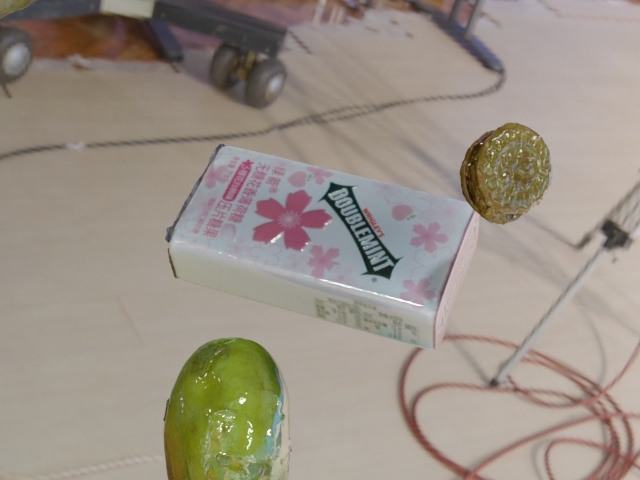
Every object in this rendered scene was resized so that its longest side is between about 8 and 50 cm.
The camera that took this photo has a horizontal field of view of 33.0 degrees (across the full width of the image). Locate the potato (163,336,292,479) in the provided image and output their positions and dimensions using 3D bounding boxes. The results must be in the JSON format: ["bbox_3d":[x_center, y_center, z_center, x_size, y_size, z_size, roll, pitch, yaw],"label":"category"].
[{"bbox_3d":[-0.109,0.240,1.256,0.149,0.253,0.186,-2,-3,-4],"label":"potato"}]

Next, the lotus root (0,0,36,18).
[{"bbox_3d":[-0.196,-0.244,0.550,0.210,0.142,0.314,-21,59,-6],"label":"lotus root"}]

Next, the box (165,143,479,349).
[{"bbox_3d":[0.000,0.000,1.375,0.370,0.112,0.190,14,55,14],"label":"box"}]

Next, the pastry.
[{"bbox_3d":[0.198,-0.072,1.156,0.097,0.109,0.057,-11,10,-24],"label":"pastry"}]
